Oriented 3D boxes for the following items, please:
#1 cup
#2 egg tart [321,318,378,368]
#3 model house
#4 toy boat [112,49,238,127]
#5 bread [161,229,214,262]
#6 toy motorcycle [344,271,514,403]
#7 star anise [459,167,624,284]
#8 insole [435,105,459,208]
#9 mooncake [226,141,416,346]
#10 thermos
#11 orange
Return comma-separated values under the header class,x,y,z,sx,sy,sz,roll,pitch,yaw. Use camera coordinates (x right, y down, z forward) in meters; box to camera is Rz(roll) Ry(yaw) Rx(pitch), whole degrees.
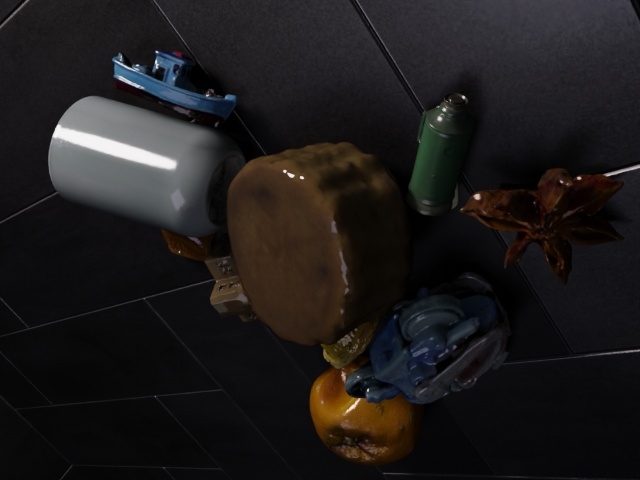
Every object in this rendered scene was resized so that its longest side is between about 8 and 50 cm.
class,x,y,z,sx,sy,sz,roll,pitch,yaw
cup,-0.300,-0.126,1.327,0.312,0.205,0.205,18,137,20
egg tart,0.044,0.143,1.359,0.074,0.191,0.191,28,143,-17
model house,-0.073,0.060,1.405,0.248,0.176,0.181,-16,119,25
toy boat,-0.242,-0.268,1.248,0.223,0.100,0.097,22,103,8
bread,-0.284,-0.002,1.563,0.129,0.044,0.126,18,138,16
toy motorcycle,0.203,0.210,1.290,0.241,0.182,0.319,28,133,-7
star anise,0.325,-0.037,1.046,0.212,0.111,0.196,32,146,-7
insole,0.189,-0.124,1.133,0.063,0.010,0.192,14,135,24
mooncake,-0.001,-0.001,1.193,0.324,0.187,0.324,28,129,42
thermos,0.178,-0.131,1.079,0.073,0.083,0.188,9,134,0
orange,0.093,0.375,1.552,0.249,0.183,0.249,20,136,20
